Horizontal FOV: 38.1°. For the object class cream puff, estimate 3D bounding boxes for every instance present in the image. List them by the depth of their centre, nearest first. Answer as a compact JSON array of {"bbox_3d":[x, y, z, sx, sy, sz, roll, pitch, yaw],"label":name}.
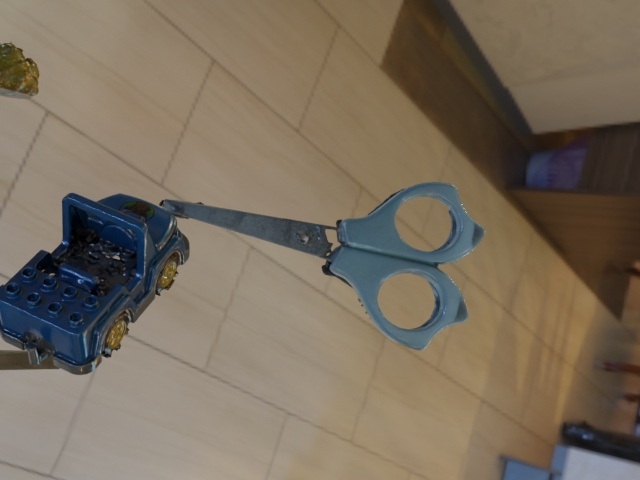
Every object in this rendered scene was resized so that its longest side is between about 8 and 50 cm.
[{"bbox_3d":[-0.659,-0.363,1.959,0.146,0.146,0.116,13,81,-50],"label":"cream puff"}]

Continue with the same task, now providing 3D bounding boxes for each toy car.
[{"bbox_3d":[-0.195,0.021,0.807,0.191,0.097,0.100,-55,161,-43],"label":"toy car"}]

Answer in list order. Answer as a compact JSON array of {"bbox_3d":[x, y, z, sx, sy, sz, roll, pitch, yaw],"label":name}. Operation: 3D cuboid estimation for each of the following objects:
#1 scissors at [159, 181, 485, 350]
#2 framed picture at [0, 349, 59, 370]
[{"bbox_3d":[0.000,0.000,1.023,0.029,0.360,0.191,123,-21,-80],"label":"scissors"},{"bbox_3d":[-0.599,0.150,1.142,0.446,0.326,0.028,6,81,-46],"label":"framed picture"}]
